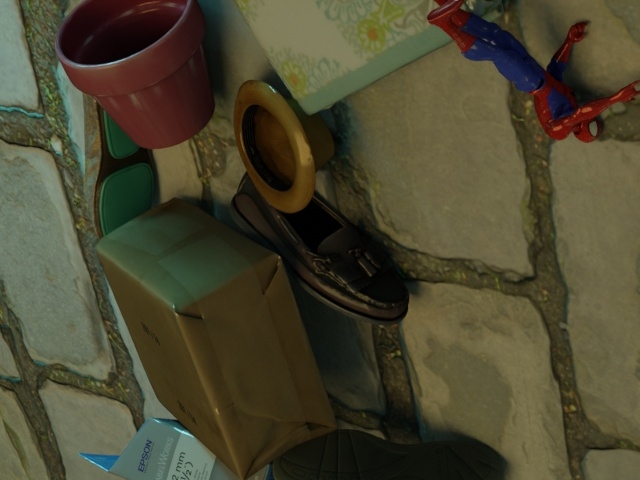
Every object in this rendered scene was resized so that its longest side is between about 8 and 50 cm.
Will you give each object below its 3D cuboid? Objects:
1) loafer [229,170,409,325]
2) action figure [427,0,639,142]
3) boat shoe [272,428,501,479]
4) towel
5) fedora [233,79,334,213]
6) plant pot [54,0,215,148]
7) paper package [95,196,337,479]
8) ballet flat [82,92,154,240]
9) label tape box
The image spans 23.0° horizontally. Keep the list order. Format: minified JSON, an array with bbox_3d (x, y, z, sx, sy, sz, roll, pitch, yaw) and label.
[{"bbox_3d":[0.000,0.000,2.139,0.302,0.109,0.095,37,134,21],"label":"loafer"},{"bbox_3d":[0.251,-0.209,1.733,0.139,0.091,0.280,-32,128,24],"label":"action figure"},{"bbox_3d":[0.093,0.342,2.223,0.320,0.118,0.103,0,135,1],"label":"boat shoe"},{"bbox_3d":[0.022,-0.343,1.878,0.374,0.090,0.320,-23,99,48],"label":"towel"},{"bbox_3d":[-0.041,-0.132,2.081,0.194,0.079,0.194,40,141,43],"label":"fedora"},{"bbox_3d":[-0.233,-0.231,2.127,0.201,0.201,0.180,14,144,35],"label":"plant pot"},{"bbox_3d":[-0.152,0.135,2.249,0.325,0.168,0.309,28,142,58],"label":"paper package"},{"bbox_3d":[-0.308,-0.134,2.341,0.106,0.107,0.316,43,138,41],"label":"ballet flat"},{"bbox_3d":[-0.159,0.343,2.418,0.347,0.249,0.115,19,92,34],"label":"label tape box"}]
